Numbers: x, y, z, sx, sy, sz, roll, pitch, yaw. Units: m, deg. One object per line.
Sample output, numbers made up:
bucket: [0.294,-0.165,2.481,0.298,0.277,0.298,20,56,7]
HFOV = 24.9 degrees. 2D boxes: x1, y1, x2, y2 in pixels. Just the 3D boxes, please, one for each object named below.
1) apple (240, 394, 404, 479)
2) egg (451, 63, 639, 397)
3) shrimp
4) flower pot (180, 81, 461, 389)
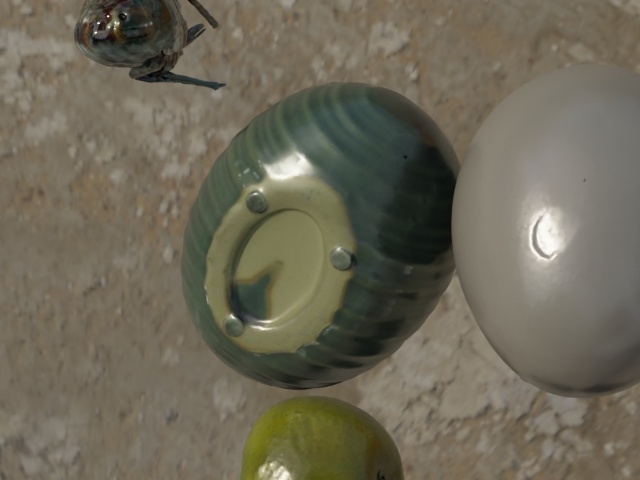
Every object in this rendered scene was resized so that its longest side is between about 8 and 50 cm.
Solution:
apple: [0.002,0.260,1.512,0.157,0.196,0.196,-6,65,25]
egg: [0.172,-0.005,0.931,0.176,0.176,0.232,10,54,-4]
shrimp: [-0.191,-0.238,1.655,0.137,0.372,0.172,-19,101,13]
flower pot: [0.000,0.000,1.040,0.189,0.243,0.157,38,27,12]
